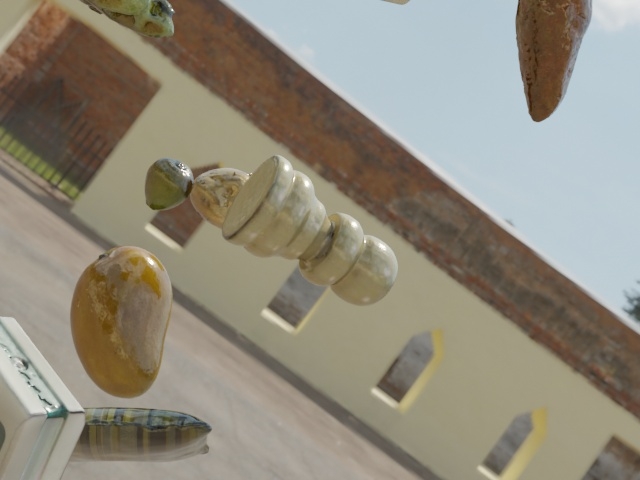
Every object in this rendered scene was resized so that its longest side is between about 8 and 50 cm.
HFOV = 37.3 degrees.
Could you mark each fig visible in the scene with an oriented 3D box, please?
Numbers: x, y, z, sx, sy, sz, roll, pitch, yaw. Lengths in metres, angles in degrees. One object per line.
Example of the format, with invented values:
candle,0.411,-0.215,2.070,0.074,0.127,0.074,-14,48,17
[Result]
fig,-0.235,-0.081,1.445,0.074,0.088,0.074,34,15,-10

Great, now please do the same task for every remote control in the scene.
remote control,-0.248,0.193,0.635,0.055,0.277,0.103,3,30,-50

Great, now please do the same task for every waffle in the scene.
waffle,-0.249,-0.280,0.985,0.223,0.054,0.204,30,4,-32

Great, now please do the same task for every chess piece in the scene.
chess piece,0.000,0.000,1.601,0.299,0.167,0.167,32,-1,-22

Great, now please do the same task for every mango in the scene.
mango,-0.336,0.133,1.591,0.175,0.255,0.139,16,-17,-37

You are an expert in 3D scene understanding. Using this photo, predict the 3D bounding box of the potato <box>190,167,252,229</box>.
potato,-0.159,-0.077,1.890,0.234,0.128,0.161,22,9,-40

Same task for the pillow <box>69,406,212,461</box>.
pillow,-0.219,0.201,0.979,0.212,0.052,0.208,4,-20,-7

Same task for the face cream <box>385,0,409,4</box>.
face cream,0.068,-0.539,1.719,0.081,0.174,0.348,19,14,37

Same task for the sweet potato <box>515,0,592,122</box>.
sweet potato,0.303,-0.279,1.236,0.097,0.252,0.097,0,20,0
